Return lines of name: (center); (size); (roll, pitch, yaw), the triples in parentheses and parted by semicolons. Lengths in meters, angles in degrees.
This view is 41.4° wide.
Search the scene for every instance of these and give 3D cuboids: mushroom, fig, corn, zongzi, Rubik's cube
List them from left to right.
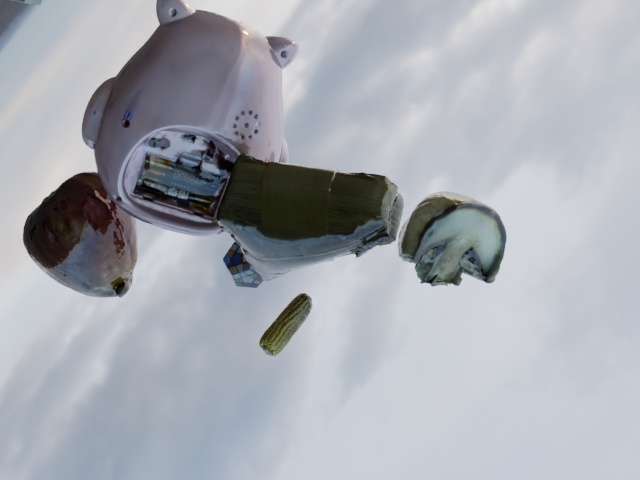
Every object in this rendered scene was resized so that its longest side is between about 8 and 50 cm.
fig: (-0.475, -0.007, 1.707); (0.223, 0.263, 0.224); (-4, -151, 2)
Rubik's cube: (-0.145, 0.043, 1.715); (0.111, 0.111, 0.093); (-36, -138, 34)
corn: (-0.087, 0.219, 2.232); (0.072, 0.072, 0.203); (-15, -150, 54)
zongzi: (0.000, 0.000, 1.361); (0.273, 0.300, 0.145); (7, -122, 15)
mushroom: (0.258, -0.017, 1.769); (0.164, 0.266, 0.190); (36, -62, 48)

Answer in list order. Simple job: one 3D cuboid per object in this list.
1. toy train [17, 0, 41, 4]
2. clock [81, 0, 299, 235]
toy train: (-0.705, -0.555, 1.843); (0.233, 0.051, 0.052); (17, -72, 25)
clock: (-0.215, -0.204, 1.474); (0.250, 0.368, 0.377); (-114, -136, -64)
